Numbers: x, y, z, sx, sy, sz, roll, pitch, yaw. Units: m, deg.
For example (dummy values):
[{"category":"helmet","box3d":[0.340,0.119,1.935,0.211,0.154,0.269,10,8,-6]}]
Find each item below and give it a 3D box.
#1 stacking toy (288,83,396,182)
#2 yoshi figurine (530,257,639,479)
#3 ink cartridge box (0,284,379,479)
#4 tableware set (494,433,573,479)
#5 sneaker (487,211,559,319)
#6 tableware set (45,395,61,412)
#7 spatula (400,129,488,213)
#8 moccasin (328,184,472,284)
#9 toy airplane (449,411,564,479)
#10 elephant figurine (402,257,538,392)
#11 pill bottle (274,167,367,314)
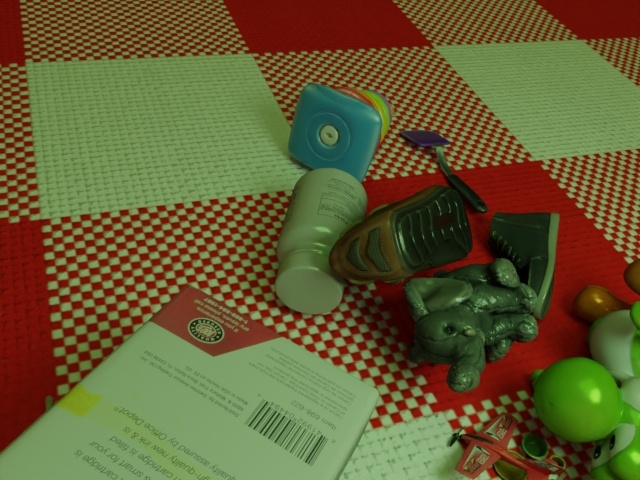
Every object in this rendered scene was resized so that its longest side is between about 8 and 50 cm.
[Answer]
[{"category":"stacking toy","box3d":[0.084,-0.245,1.321,0.175,0.165,0.302,28,31,17]},{"category":"yoshi figurine","box3d":[0.403,0.166,0.921,0.203,0.203,0.362,3,36,27]},{"category":"ink cartridge box","box3d":[-0.150,0.262,0.687,0.279,0.160,0.384,28,40,13]},{"category":"tableware set","box3d":[0.263,0.318,0.847,0.154,0.024,0.104,-22,53,-30]},{"category":"sneaker","box3d":[0.344,0.040,1.127,0.118,0.083,0.222,5,48,21]},{"category":"tableware set","box3d":[-0.275,0.253,0.800,0.169,0.020,0.141,-1,45,-12]},{"category":"spatula","box3d":[0.259,-0.150,1.322,0.084,0.030,0.296,-7,46,-22]},{"category":"moccasin","box3d":[0.139,-0.001,1.028,0.147,0.139,0.380,-15,7,32]},{"category":"toy airplane","box3d":[0.243,0.280,0.853,0.151,0.028,0.151,-4,20,1]},{"category":"elephant figurine","box3d":[0.186,0.118,0.931,0.239,0.186,0.169,-18,76,-36]},{"category":"pill bottle","box3d":[0.000,0.000,1.039,0.131,0.131,0.229,12,44,1]}]
